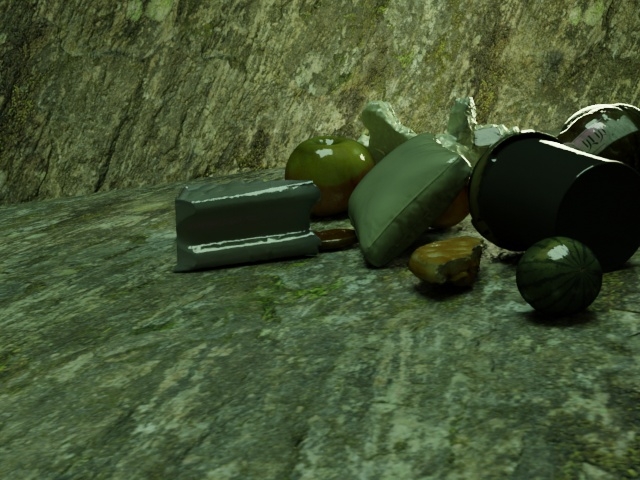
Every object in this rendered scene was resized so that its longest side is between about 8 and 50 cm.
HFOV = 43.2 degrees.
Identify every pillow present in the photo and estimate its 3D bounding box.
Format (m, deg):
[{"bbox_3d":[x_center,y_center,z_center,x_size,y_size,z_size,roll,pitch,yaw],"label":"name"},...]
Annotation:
[{"bbox_3d":[0.157,-0.089,1.549,0.255,0.120,0.322,-44,13,10],"label":"pillow"}]

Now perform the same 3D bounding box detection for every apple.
[{"bbox_3d":[0.259,-0.096,1.711,0.146,0.147,0.146,-6,11,1],"label":"apple"},{"bbox_3d":[0.028,-0.164,2.063,0.260,0.194,0.261,-3,17,1],"label":"apple"}]

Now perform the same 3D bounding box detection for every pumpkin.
[{"bbox_3d":[0.530,-0.157,1.567,0.260,0.189,0.260,-23,-24,-11],"label":"pumpkin"}]

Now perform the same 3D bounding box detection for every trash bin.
[{"bbox_3d":[0.373,-0.072,1.365,0.214,0.214,0.334,-9,16,-14],"label":"trash bin"}]

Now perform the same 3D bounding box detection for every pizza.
[{"bbox_3d":[0.204,0.036,1.290,0.127,0.058,0.246,-6,9,9],"label":"pizza"}]

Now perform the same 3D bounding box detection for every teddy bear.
[{"bbox_3d":[0.346,-0.269,2.172,0.375,0.327,0.362,39,55,21],"label":"teddy bear"}]

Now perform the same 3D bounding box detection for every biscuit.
[{"bbox_3d":[0.000,0.000,1.676,0.175,0.026,0.124,-2,11,18],"label":"biscuit"}]

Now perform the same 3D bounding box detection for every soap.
[{"bbox_3d":[-0.152,-0.045,1.680,0.302,0.159,0.258,-5,9,-3],"label":"soap"}]

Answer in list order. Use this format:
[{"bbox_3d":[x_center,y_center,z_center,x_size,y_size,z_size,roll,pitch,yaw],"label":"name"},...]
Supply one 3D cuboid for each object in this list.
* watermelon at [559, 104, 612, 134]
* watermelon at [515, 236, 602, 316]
[{"bbox_3d":[0.694,-0.235,2.008,0.212,0.212,0.212,-6,11,1],"label":"watermelon"},{"bbox_3d":[0.307,0.048,1.065,0.105,0.105,0.133,-9,-2,-13],"label":"watermelon"}]
